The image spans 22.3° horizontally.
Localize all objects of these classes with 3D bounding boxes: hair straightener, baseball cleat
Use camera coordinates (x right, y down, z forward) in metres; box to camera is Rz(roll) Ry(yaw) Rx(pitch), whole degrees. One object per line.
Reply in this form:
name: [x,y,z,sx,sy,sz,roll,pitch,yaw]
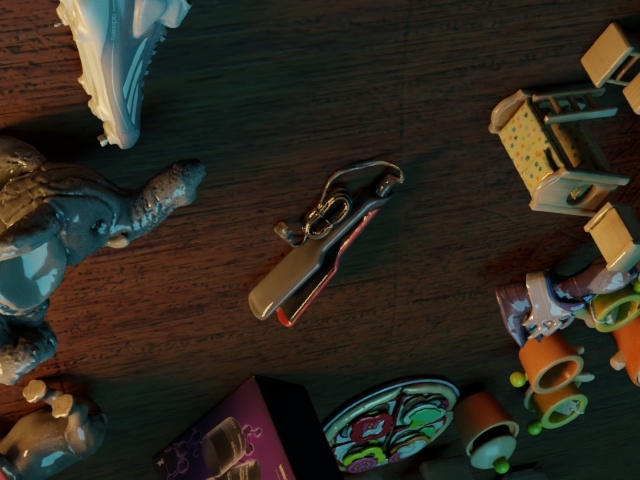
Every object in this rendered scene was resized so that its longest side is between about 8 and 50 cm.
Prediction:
hair straightener: [0.000,0.000,1.642,0.089,0.047,0.230,14,131,-44]
baseball cleat: [-0.149,-0.152,1.312,0.109,0.072,0.206,-26,151,-11]

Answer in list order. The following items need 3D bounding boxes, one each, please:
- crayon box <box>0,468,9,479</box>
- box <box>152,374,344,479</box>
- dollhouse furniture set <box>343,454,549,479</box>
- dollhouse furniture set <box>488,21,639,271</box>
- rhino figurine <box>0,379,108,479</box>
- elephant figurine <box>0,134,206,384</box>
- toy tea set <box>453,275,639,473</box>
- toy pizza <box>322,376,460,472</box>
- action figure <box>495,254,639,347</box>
crayon box: [-0.466,0.415,1.670,0.363,0.106,0.313,-28,148,-26]
box: [-0.064,0.316,1.848,0.184,0.261,0.103,-43,143,25]
dollhouse furniture set: [0.167,0.492,2.236,0.394,0.256,0.362,-7,146,-28]
dollhouse furniture set: [0.270,-0.092,1.565,0.101,0.182,0.161,5,137,-37]
rhino figurine: [-0.332,0.233,1.733,0.243,0.073,0.106,-32,144,14]
elephant figurine: [-0.249,-0.010,1.389,0.239,0.169,0.186,-51,173,29]
toy tea set: [0.327,0.186,2.031,0.336,0.124,0.200,-45,143,22]
toy pizza: [0.088,0.242,2.053,0.201,0.032,0.201,-17,146,-12]
action figure: [0.344,0.029,1.832,0.285,0.099,0.185,-26,-173,21]
